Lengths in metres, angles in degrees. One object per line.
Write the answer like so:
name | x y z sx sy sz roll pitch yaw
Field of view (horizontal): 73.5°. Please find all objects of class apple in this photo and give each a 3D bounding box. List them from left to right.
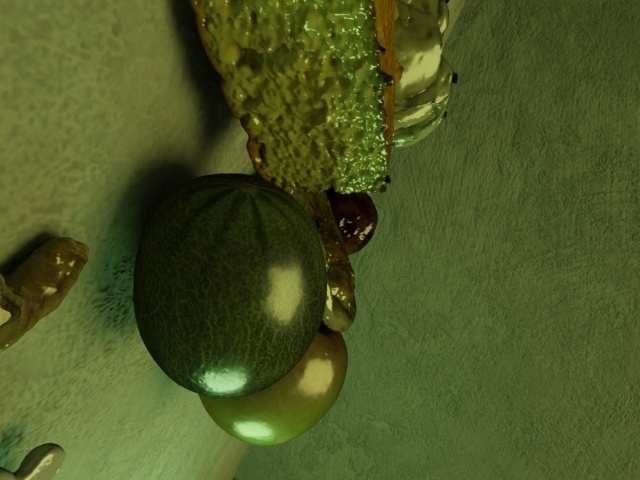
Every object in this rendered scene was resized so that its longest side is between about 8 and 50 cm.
apple | -0.093 0.234 0.864 0.277 0.319 0.319 -32 178 15

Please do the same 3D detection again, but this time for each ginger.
ginger | -0.260 0.069 0.277 0.089 0.075 0.288 -43 -175 24

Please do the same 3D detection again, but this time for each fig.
fig | 0.031 -0.064 1.255 0.217 0.216 0.321 -63 -166 -1

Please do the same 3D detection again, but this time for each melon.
melon | -0.109 0.059 0.544 0.237 0.237 0.302 -52 160 -49

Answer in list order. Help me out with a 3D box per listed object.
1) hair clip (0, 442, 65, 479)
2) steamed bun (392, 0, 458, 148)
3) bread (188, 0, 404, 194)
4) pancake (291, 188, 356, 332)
hair clip | -0.337 0.254 0.383 0.146 0.075 0.257 -56 165 -13
steamed bun | 0.061 -0.285 0.678 0.280 0.207 0.268 -124 -153 -58
bread | -0.003 -0.214 0.467 0.340 0.194 0.179 74 28 -53
pancake | 0.000 0.000 0.871 0.387 0.082 0.387 -19 90 -80
